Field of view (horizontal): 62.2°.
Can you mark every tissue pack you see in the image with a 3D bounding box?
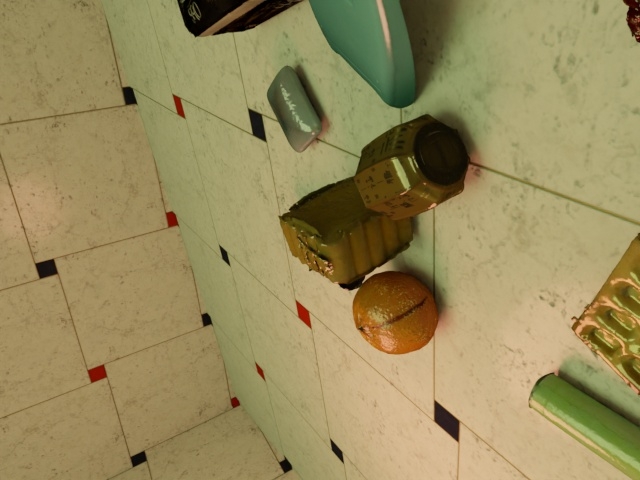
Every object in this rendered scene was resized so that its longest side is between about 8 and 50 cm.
[{"bbox_3d":[-0.168,-0.548,1.071,0.370,0.198,0.210,15,129,58],"label":"tissue pack"}]

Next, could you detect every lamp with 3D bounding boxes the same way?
[{"bbox_3d":[0.152,-0.120,0.908,0.161,0.161,0.185,66,157,-3],"label":"lamp"}]

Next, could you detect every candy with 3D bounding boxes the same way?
[{"bbox_3d":[-0.065,-0.303,1.243,0.174,0.071,0.138,64,155,2],"label":"candy"}]

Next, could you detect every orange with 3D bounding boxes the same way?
[{"bbox_3d":[0.156,0.158,1.139,0.193,0.161,0.193,38,149,28],"label":"orange"}]

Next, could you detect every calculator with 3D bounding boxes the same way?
[{"bbox_3d":[0.047,-0.361,0.807,0.256,0.054,0.386,52,178,24],"label":"calculator"}]

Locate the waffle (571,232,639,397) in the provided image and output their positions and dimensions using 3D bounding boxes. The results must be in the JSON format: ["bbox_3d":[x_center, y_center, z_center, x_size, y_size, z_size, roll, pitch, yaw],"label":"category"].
[{"bbox_3d":[0.472,0.142,0.604,0.327,0.098,0.224,49,149,33],"label":"waffle"}]

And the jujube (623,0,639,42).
[{"bbox_3d":[0.338,-0.241,0.508,0.104,0.104,0.165,27,144,52],"label":"jujube"}]

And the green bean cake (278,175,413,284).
[{"bbox_3d":[0.053,-0.025,1.096,0.224,0.230,0.131,32,146,52],"label":"green bean cake"}]

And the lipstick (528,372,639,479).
[{"bbox_3d":[0.460,0.310,0.801,0.304,0.076,0.076,33,140,46],"label":"lipstick"}]

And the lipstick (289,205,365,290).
[{"bbox_3d":[0.000,0.000,1.296,0.418,0.077,0.077,-130,25,-60],"label":"lipstick"}]
